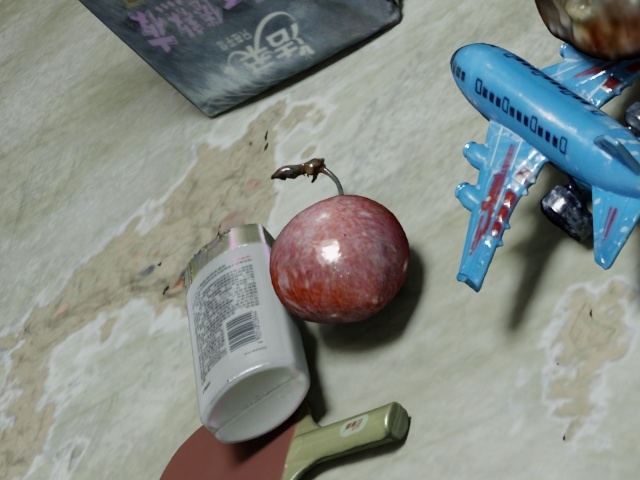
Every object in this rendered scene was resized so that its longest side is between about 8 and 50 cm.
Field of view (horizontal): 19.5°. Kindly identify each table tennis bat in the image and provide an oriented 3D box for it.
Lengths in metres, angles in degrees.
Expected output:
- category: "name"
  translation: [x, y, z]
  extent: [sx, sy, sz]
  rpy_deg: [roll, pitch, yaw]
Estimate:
- category: "table tennis bat"
  translation: [-0.036, 0.161, 1.343]
  extent: [0.246, 0.022, 0.138]
  rpy_deg: [-23, 36, 39]

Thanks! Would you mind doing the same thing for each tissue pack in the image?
- category: "tissue pack"
  translation: [-0.126, -0.283, 1.661]
  extent: [0.259, 0.361, 0.122]
  rpy_deg: [-22, 41, 37]

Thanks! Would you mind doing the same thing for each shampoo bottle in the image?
- category: "shampoo bottle"
  translation: [-0.060, 0.066, 1.430]
  extent: [0.086, 0.056, 0.227]
  rpy_deg: [-35, 26, 9]

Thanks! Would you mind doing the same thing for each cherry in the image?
- category: "cherry"
  translation: [0.000, 0.000, 1.418]
  extent: [0.107, 0.090, 0.225]
  rpy_deg: [-39, 28, -2]

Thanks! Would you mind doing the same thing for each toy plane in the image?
- category: "toy plane"
  translation: [0.168, -0.076, 1.282]
  extent: [0.254, 0.105, 0.271]
  rpy_deg: [-46, 28, -1]

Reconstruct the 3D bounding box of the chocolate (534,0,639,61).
- category: "chocolate"
  translation: [0.214, -0.295, 1.292]
  extent: [0.225, 0.210, 0.340]
  rpy_deg: [-18, 28, 19]
